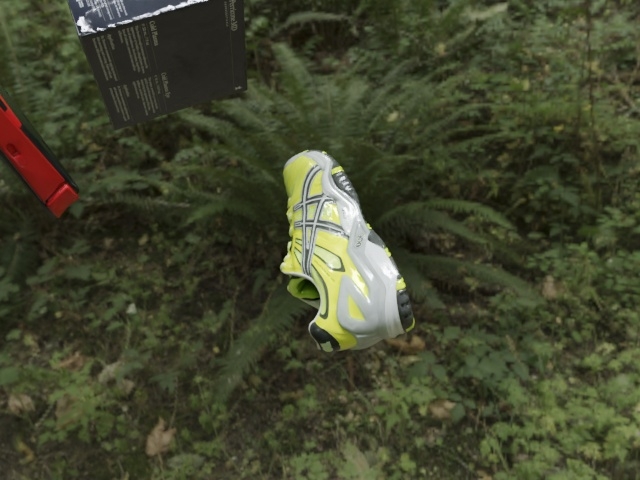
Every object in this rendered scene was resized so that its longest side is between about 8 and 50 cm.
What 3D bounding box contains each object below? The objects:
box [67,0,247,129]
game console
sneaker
[{"bbox_3d":[-0.326,-0.423,1.517,0.312,0.343,0.179,-18,71,-12],"label":"box"},{"bbox_3d":[-0.487,-0.222,1.010,0.060,0.342,0.386,-40,50,-10],"label":"game console"},{"bbox_3d":[0.000,0.000,1.100,0.147,0.145,0.385,-23,43,-4],"label":"sneaker"}]
